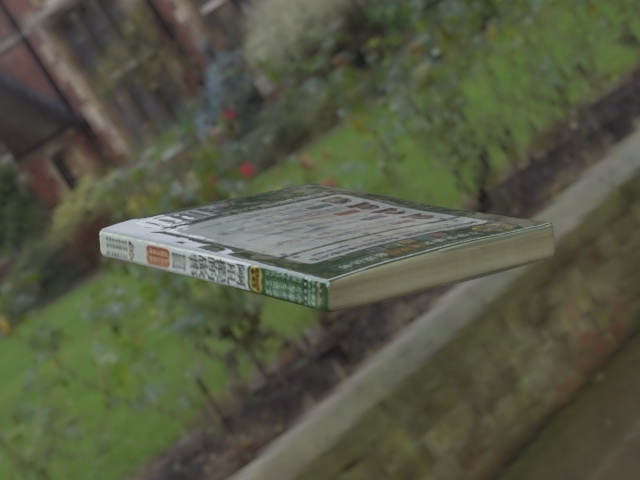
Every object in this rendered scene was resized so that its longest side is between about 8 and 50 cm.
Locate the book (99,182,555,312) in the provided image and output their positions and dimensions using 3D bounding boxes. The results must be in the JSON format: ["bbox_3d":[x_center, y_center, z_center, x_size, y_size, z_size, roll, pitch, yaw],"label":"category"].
[{"bbox_3d":[0.000,0.000,1.335,0.202,0.027,0.264,-12,15,-38],"label":"book"}]
